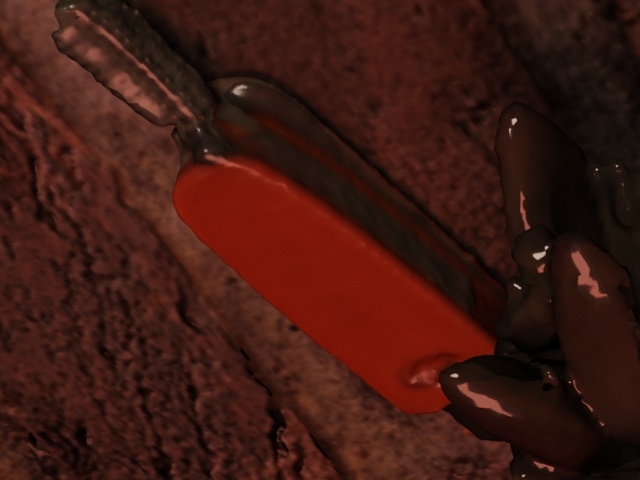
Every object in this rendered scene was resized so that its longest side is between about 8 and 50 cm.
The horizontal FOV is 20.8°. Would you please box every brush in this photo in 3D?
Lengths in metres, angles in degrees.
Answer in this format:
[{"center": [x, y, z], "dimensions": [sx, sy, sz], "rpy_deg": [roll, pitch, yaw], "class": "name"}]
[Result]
[{"center": [0.000, 0.001, 0.776], "dimensions": [0.070, 0.051, 0.323], "rpy_deg": [-27, 125, 36], "class": "brush"}]

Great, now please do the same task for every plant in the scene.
[{"center": [0.148, 0.078, 0.723], "dimensions": [0.194, 0.181, 0.320], "rpy_deg": [-9, 134, 2], "class": "plant"}]
